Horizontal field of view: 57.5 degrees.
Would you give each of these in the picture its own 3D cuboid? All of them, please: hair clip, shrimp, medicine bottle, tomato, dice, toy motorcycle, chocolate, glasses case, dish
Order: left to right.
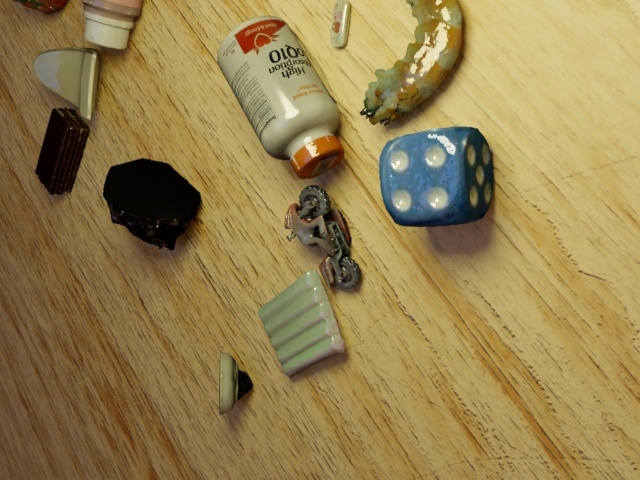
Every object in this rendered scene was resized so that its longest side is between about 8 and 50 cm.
[{"bbox_3d":[-0.766,-0.707,1.576,0.167,0.167,0.167,8,102,37],"label":"tomato"},{"bbox_3d":[-0.657,-0.441,1.566,0.282,0.113,0.173,23,112,28],"label":"hair clip"},{"bbox_3d":[-0.491,-0.589,1.376,0.147,0.147,0.247,32,117,30],"label":"medicine bottle"},{"bbox_3d":[-0.412,-0.050,1.380,0.224,0.206,0.177,40,130,21],"label":"chocolate"},{"bbox_3d":[-0.195,0.328,1.348,0.141,0.078,0.141,180,90,-80],"label":"dish"},{"bbox_3d":[-0.065,-0.258,1.085,0.157,0.157,0.289,-39,74,36],"label":"medicine bottle"},{"bbox_3d":[0.000,0.000,1.130,0.118,0.084,0.213,-18,98,38],"label":"toy motorcycle"},{"bbox_3d":[0.036,-0.396,1.067,0.032,0.021,0.083,18,108,37],"label":"glasses case"},{"bbox_3d":[0.145,-0.346,0.960,0.185,0.068,0.287,-4,93,37],"label":"shrimp"},{"bbox_3d":[0.183,-0.100,0.923,0.146,0.143,0.146,-1,98,38],"label":"dice"}]

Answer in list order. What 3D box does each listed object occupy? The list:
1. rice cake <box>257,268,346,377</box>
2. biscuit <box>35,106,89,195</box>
[{"bbox_3d":[-0.041,0.178,1.207,0.198,0.037,0.189,-28,81,43],"label":"rice cake"},{"bbox_3d":[-0.750,-0.252,1.687,0.106,0.070,0.252,45,122,24],"label":"biscuit"}]
